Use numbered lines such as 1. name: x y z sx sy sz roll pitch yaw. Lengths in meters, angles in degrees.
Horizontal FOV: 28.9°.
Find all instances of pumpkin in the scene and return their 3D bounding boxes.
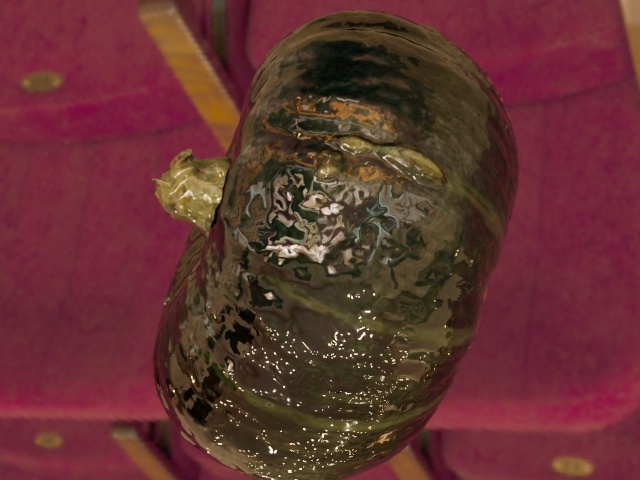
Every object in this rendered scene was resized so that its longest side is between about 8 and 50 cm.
1. pumpkin: 0.001 0.001 0.547 0.152 0.212 0.212 14 147 3
